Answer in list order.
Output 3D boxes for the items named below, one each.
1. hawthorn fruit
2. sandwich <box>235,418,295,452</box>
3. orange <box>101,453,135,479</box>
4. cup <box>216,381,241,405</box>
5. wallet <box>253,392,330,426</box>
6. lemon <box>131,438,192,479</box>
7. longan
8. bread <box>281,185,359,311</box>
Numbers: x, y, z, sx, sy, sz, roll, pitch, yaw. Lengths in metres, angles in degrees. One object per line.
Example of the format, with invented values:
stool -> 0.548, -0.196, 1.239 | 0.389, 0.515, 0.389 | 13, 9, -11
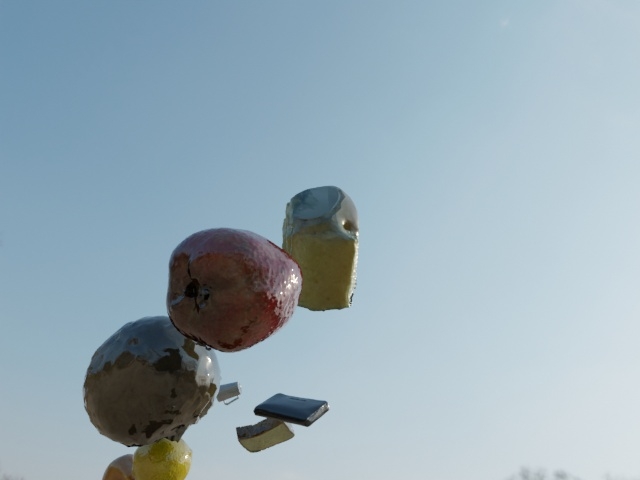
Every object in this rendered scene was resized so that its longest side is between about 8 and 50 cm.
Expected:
hawthorn fruit -> -0.173, 0.100, 1.178 | 0.369, 0.284, 0.285 | -13, -14, -47
sandwich -> -0.230, 0.818, 2.142 | 0.215, 0.065, 0.186 | -24, -43, 2
orange -> -0.715, 0.926, 1.885 | 0.249, 0.183, 0.248 | 22, -47, 26
cup -> -0.426, 0.713, 2.336 | 0.116, 0.074, 0.104 | -15, -78, -2
wallet -> -0.100, 0.572, 1.721 | 0.250, 0.149, 0.044 | -3, -82, 38
lemon -> -0.511, 0.720, 1.637 | 0.203, 0.178, 0.178 | -8, -23, -37
longan -> -0.493, 0.419, 1.495 | 0.391, 0.391, 0.391 | 7, -38, 5
bread -> 0.001, 0.001, 1.567 | 0.240, 0.395, 0.263 | -1, -56, -6
